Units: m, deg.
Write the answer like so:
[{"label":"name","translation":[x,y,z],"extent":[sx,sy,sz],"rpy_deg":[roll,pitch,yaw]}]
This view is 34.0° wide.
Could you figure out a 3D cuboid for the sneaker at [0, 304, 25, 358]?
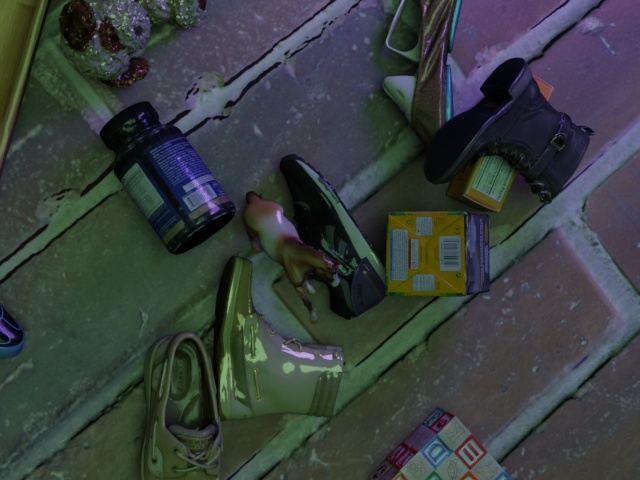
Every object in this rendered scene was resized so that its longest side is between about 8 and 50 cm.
[{"label":"sneaker","translation":[-0.533,0.086,1.547],"extent":[0.232,0.090,0.081],"rpy_deg":[34,40,-10]}]

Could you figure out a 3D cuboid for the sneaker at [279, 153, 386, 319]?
[{"label":"sneaker","translation":[0.000,0.000,1.671],"extent":[0.124,0.107,0.283],"rpy_deg":[-35,98,-4]}]

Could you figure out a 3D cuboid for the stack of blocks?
[{"label":"stack of blocks","translation":[0.244,0.446,1.738],"extent":[0.171,0.087,0.297],"rpy_deg":[-44,99,-8]}]

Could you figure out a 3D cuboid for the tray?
[{"label":"tray","translation":[-0.555,-0.209,1.558],"extent":[0.202,0.076,0.411],"rpy_deg":[16,88,-12]}]

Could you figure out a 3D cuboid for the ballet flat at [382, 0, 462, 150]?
[{"label":"ballet flat","translation":[0.166,-0.296,1.706],"extent":[0.124,0.116,0.342],"rpy_deg":[4,90,8]}]

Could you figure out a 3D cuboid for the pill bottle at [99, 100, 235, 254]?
[{"label":"pill bottle","translation":[-0.237,-0.098,1.595],"extent":[0.123,0.123,0.219],"rpy_deg":[-34,85,-10]}]

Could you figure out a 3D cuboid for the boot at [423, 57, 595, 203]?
[{"label":"boot","translation":[0.310,-0.135,1.661],"extent":[0.263,0.091,0.229],"rpy_deg":[-48,122,-5]}]

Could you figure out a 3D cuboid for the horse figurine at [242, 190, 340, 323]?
[{"label":"horse figurine","translation":[-0.057,0.008,1.591],"extent":[0.066,0.174,0.263],"rpy_deg":[-30,58,-13]}]

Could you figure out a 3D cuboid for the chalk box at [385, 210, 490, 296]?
[{"label":"chalk box","translation":[0.196,0.021,1.680],"extent":[0.132,0.213,0.132],"rpy_deg":[0,89,21]}]

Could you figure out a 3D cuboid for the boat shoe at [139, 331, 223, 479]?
[{"label":"boat shoe","translation":[-0.209,0.310,1.590],"extent":[0.121,0.110,0.341],"rpy_deg":[-4,80,-25]}]

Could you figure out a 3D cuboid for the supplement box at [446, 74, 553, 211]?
[{"label":"supplement box","translation":[0.299,-0.165,1.745],"extent":[0.080,0.078,0.233],"rpy_deg":[28,86,-15]}]

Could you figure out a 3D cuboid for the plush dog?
[{"label":"plush dog","translation":[-0.315,-0.349,1.554],"extent":[0.210,0.262,0.225],"rpy_deg":[12,77,21]}]

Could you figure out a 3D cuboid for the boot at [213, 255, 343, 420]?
[{"label":"boot","translation":[-0.064,0.156,1.660],"extent":[0.203,0.095,0.262],"rpy_deg":[2,92,-12]}]
